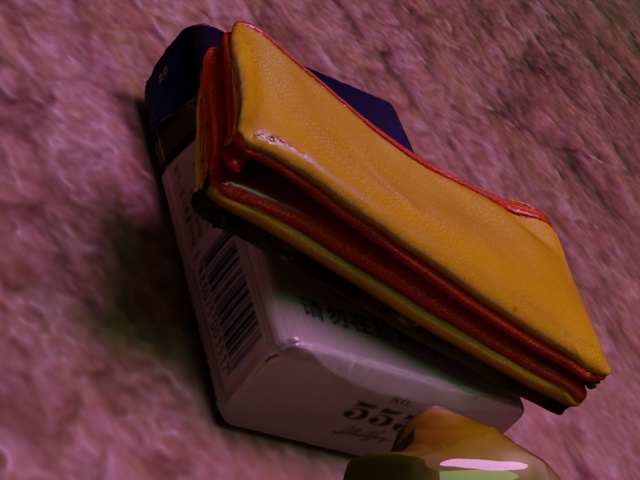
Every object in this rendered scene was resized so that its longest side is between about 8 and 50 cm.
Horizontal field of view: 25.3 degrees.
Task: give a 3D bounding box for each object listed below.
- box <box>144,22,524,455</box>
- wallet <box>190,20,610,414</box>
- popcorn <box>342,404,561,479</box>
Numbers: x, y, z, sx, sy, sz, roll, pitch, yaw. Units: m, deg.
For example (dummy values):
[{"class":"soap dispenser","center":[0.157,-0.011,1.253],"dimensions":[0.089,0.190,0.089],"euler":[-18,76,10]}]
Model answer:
[{"class":"box","center":[0.000,0.000,0.806],"dimensions":[0.168,0.071,0.259],"euler":[18,38,-35]},{"class":"wallet","center":[0.036,-0.010,0.735],"dimensions":[0.241,0.067,0.141],"euler":[32,26,-25]},{"class":"popcorn","center":[0.081,0.194,0.457],"dimensions":[0.290,0.326,0.321],"euler":[-8,99,-58]}]
